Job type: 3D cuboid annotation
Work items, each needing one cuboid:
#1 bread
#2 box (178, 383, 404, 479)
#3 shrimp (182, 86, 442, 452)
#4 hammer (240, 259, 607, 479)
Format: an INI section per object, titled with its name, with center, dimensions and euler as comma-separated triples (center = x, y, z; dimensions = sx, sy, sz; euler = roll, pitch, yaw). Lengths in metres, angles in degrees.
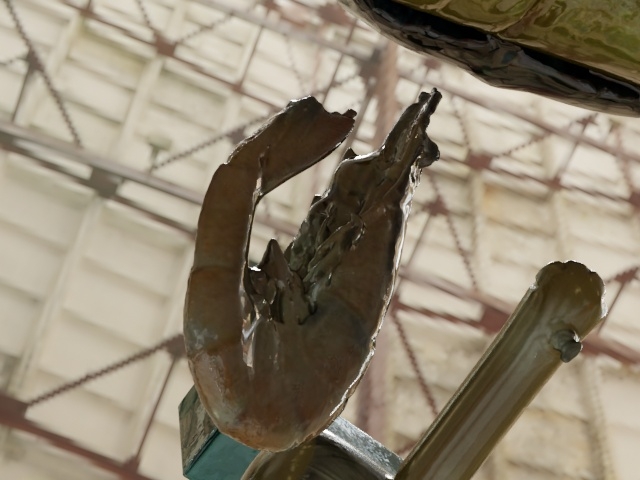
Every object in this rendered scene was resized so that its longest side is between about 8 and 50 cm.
[bread]
center = 0.191, -0.240, 1.231
dimensions = 0.377, 0.251, 0.208
euler = 17, 174, -14
[box]
center = -0.013, 0.219, 1.525
dimensions = 0.245, 0.092, 0.153
euler = 35, -168, -16
[shrimp]
center = -0.011, -0.007, 0.885
dimensions = 0.059, 0.254, 0.145
euler = -5, 146, 46
[hammer]
center = 0.090, 0.140, 1.073
dimensions = 0.202, 0.305, 0.113
euler = 36, -165, -9
